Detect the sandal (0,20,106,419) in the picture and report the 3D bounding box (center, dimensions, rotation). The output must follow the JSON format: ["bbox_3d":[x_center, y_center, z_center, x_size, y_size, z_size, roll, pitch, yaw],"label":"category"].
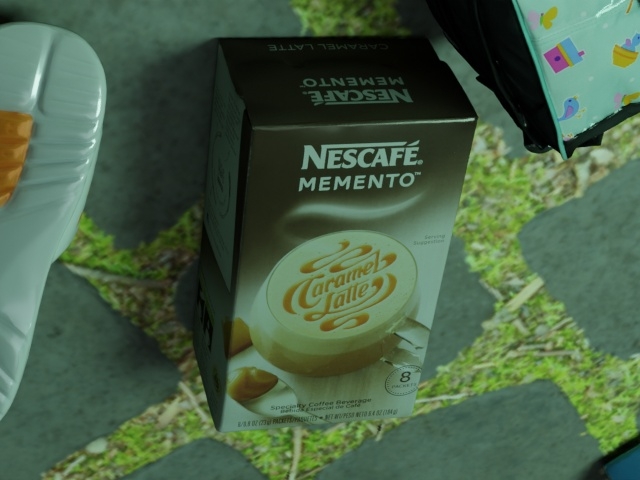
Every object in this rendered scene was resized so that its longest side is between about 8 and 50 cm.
[{"bbox_3d":[-0.197,-0.012,0.806,0.102,0.076,0.265,18,111,-4],"label":"sandal"}]

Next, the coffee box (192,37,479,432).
[{"bbox_3d":[0.000,0.000,0.862,0.141,0.098,0.246,-4,129,-15],"label":"coffee box"}]

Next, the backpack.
[{"bbox_3d":[0.121,-0.162,0.725,0.144,0.166,0.188,-33,133,9],"label":"backpack"}]

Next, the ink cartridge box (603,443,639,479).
[{"bbox_3d":[0.490,0.209,1.139,0.395,0.166,0.285,-35,130,11],"label":"ink cartridge box"}]
